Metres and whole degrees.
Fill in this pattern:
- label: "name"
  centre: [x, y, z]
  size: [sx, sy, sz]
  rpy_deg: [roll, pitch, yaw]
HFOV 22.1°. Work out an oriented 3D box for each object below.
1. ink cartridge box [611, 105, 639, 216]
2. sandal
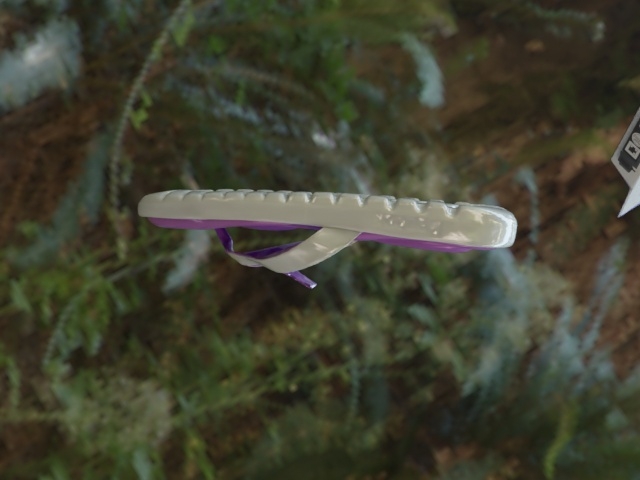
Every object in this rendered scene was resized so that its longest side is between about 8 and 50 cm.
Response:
- label: "ink cartridge box"
  centre: [0.381, -0.135, 1.607]
  size: [0.045, 0.206, 0.208]
  rpy_deg: [50, -29, 21]
- label: "sandal"
  centre: [-0.006, 0.000, 1.708]
  size: [0.416, 0.169, 0.102]
  rpy_deg: [3, -89, 22]
